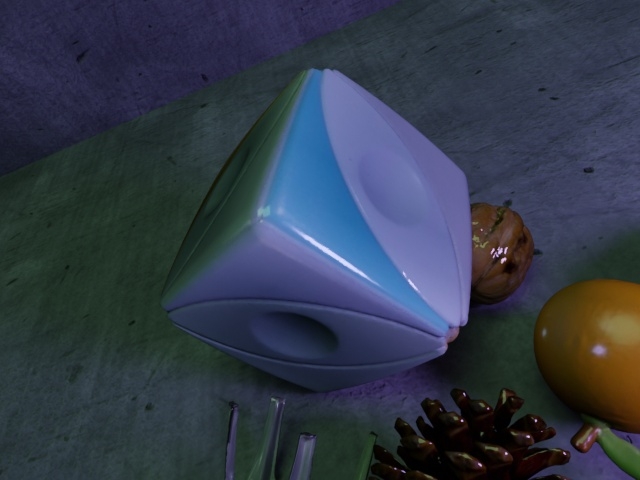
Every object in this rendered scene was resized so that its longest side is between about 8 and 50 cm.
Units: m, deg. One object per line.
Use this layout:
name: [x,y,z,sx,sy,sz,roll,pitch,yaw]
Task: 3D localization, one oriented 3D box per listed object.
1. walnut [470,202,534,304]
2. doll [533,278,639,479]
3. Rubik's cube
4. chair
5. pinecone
walnut: [0.278,0.015,0.908,0.156,0.155,0.184,13,56,37]
doll: [0.367,0.169,0.673,0.214,0.213,0.236,16,71,39]
Rubik's cube: [0.000,0.000,0.841,0.347,0.352,0.352,-36,27,46]
chair: [-0.073,0.368,0.713,0.204,0.191,0.274,6,80,34]
pinecone: [0.177,0.294,0.611,0.264,0.264,0.264,-15,42,14]
